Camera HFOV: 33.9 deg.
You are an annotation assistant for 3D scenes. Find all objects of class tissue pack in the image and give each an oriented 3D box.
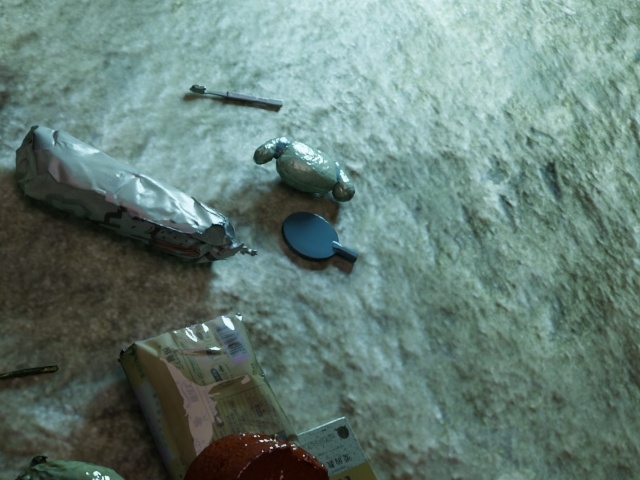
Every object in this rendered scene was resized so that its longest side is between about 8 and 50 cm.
[{"bbox_3d":[-0.168,0.254,1.636,0.215,0.123,0.256,-16,67,-32],"label":"tissue pack"}]

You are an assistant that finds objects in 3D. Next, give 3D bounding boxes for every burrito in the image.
[{"bbox_3d":[-0.309,-0.058,1.781,0.445,0.101,0.139,26,36,-11],"label":"burrito"}]

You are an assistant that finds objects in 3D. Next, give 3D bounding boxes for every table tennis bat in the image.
[{"bbox_3d":[0.000,0.000,1.961,0.155,0.019,0.100,24,51,-10],"label":"table tennis bat"}]

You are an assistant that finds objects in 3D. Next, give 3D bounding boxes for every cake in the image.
[{"bbox_3d":[-0.103,0.413,1.485,0.177,0.151,0.283,9,89,-38],"label":"cake"}]

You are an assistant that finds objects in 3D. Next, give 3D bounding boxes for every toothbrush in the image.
[{"bbox_3d":[-0.164,-0.284,2.064,0.194,0.017,0.014,8,62,-27],"label":"toothbrush"}]

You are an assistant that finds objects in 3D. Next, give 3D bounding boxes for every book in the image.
[{"bbox_3d":[0.032,0.383,1.725,0.118,0.012,0.172,-15,67,-33],"label":"book"}]

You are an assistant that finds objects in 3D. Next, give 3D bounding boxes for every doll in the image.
[{"bbox_3d":[-0.027,-0.140,2.003,0.214,0.071,0.103,21,53,-19],"label":"doll"}]

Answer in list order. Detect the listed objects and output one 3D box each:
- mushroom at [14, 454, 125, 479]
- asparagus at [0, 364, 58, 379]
[{"bbox_3d":[-0.326,0.452,1.416,0.247,0.130,0.344,12,54,-26],"label":"mushroom"},{"bbox_3d":[-0.474,0.205,1.578,0.166,0.013,0.016,-7,52,-32],"label":"asparagus"}]
